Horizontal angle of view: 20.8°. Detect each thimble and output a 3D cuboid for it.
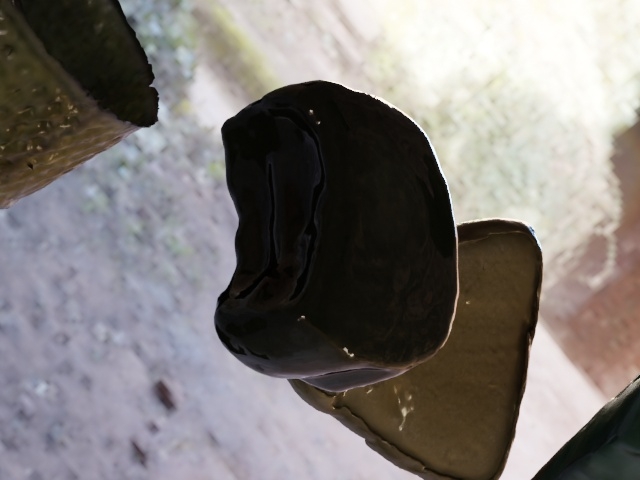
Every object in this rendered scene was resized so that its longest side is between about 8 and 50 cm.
[{"bbox_3d":[-0.264,-0.168,1.405,0.271,0.150,0.271,55,13,-20],"label":"thimble"}]

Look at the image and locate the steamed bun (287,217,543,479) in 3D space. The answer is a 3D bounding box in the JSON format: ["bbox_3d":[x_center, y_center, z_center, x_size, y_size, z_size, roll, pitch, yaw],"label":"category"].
[{"bbox_3d":[0.066,0.079,1.430,0.212,0.231,0.110,13,0,-20],"label":"steamed bun"}]

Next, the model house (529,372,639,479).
[{"bbox_3d":[0.228,0.070,0.678,0.194,0.325,0.267,42,-29,8],"label":"model house"}]

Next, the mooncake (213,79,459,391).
[{"bbox_3d":[0.000,0.000,0.983,0.168,0.104,0.175,58,39,-27],"label":"mooncake"}]
